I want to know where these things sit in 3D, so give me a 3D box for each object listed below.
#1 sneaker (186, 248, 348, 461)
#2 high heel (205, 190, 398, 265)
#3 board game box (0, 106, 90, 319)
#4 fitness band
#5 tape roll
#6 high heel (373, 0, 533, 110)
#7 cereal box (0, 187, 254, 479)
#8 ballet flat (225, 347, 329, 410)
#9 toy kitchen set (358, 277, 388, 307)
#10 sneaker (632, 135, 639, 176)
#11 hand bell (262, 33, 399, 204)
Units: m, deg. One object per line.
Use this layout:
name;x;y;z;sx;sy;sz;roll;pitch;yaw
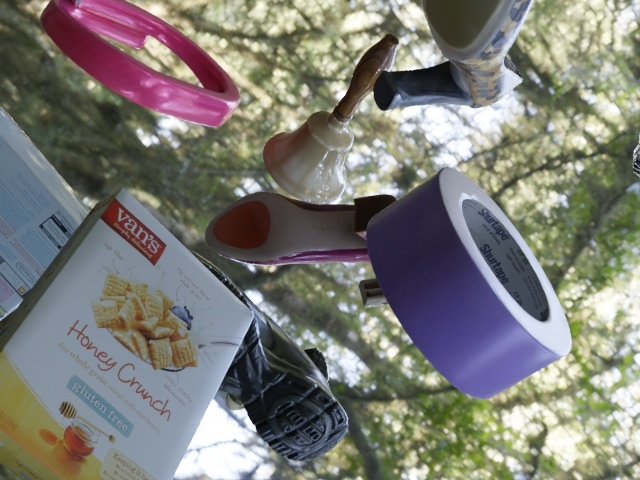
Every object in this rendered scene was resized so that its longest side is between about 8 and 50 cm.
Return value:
sneaker;-0.088;0.116;0.993;0.109;0.286;0.130;-37;-160;5
high heel;0.000;0.000;1.496;0.377;0.181;0.127;0;-108;30
board game box;-0.472;0.005;1.195;0.303;0.224;0.097;-37;-169;5
fitness band;-0.217;-0.232;1.154;0.054;0.209;0.291;-52;156;17
tape roll;0.129;0.035;0.787;0.080;0.189;0.189;-35;-158;23
high heel;0.186;-0.213;0.912;0.186;0.093;0.261;-12;165;-30
cereal box;-0.162;0.094;0.732;0.047;0.173;0.240;-25;-152;39
ballet flat;-0.064;0.199;1.253;0.173;0.057;0.049;-30;-119;26
toy kitchen set;0.098;0.060;1.138;0.083;0.075;0.068;104;-25;-54
sneaker;0.364;-0.144;0.823;0.279;0.107;0.118;122;-16;-70
hand bell;0.032;-0.169;1.158;0.242;0.126;0.126;-53;-171;42
